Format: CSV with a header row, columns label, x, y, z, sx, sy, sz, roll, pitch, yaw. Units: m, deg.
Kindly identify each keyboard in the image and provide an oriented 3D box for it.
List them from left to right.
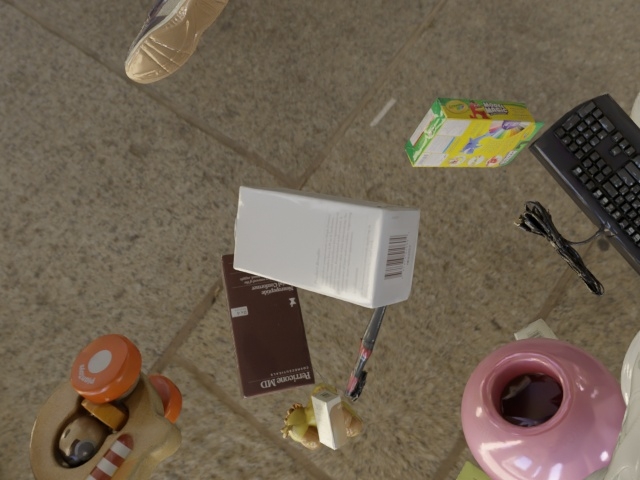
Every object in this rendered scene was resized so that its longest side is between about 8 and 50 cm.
label,x,y,z,sx,sy,sz,roll,pitch,yaw
keyboard,0.403,-0.025,0.780,0.201,0.033,0.317,-42,91,14

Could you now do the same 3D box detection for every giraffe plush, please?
label,x,y,z,sx,sy,sz,roll,pitch,yaw
giraffe plush,-0.015,0.463,1.488,0.170,0.181,0.210,-44,46,-4

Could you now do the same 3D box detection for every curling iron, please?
label,x,y,z,sx,sy,sz,roll,pitch,yaw
curling iron,0.103,0.229,1.255,0.035,0.068,0.274,19,108,17

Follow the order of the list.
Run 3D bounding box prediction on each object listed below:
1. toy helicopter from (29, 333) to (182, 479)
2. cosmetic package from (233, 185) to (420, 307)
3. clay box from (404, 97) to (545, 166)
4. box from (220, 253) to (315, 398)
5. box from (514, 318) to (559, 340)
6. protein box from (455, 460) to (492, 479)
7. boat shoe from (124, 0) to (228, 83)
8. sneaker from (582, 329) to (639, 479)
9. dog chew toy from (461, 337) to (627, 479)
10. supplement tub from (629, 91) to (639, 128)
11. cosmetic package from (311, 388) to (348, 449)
label,x,y,z,sx,sy,sz,roll,pitch,yaw
toy helicopter,-0.259,0.297,0.648,0.235,0.140,0.355,-31,46,-7
cosmetic package,0.000,0.000,0.719,0.231,0.085,0.117,14,101,38
clay box,0.278,-0.190,1.027,0.222,0.127,0.053,-4,59,-26
box,-0.150,0.219,1.544,0.191,0.143,0.381,-9,76,-13
box,0.659,0.350,1.692,0.094,0.275,0.113,-30,47,4
protein box,0.285,0.509,0.923,0.136,0.200,0.201,35,81,-12
boat shoe,-0.293,-0.440,1.148,0.285,0.103,0.092,-44,58,18
sneaker,0.329,0.194,0.510,0.114,0.152,0.305,23,87,2
dog chew toy,0.329,0.275,0.797,0.207,0.332,0.206,-20,46,22
supplement tub,0.616,-0.150,0.924,0.235,0.325,0.235,-7,62,13
cosmetic package,0.021,0.395,1.268,0.041,0.060,0.115,-17,104,-34
